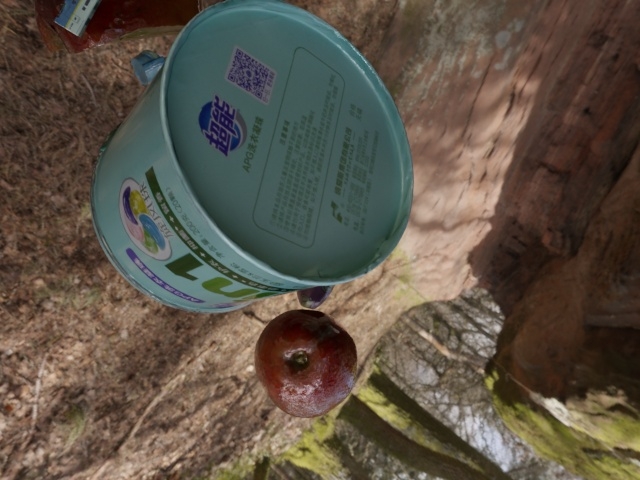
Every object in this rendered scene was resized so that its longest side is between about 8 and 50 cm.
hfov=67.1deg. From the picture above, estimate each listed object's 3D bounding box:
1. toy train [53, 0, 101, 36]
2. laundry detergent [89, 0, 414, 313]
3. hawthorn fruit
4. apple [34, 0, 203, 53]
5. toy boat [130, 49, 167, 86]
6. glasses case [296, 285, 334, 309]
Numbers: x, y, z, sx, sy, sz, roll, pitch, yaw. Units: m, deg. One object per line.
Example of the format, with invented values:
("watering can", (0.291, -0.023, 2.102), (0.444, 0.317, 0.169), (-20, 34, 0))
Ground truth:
("toy train", (-0.422, -0.501, 0.909), (0.051, 0.052, 0.233), (30, 97, -25))
("laundry detergent", (-0.098, -0.065, 0.570), (0.287, 0.287, 0.305), (-38, -169, -39))
("hawthorn fruit", (-0.021, 0.187, 0.764), (0.173, 0.173, 0.172), (-45, 158, -23))
("apple", (-0.466, -0.527, 1.144), (0.365, 0.328, 0.295), (-22, 158, -24))
("toy boat", (-0.477, -0.507, 1.391), (0.102, 0.215, 0.088), (-32, 114, -17))
("glasses case", (0.000, 0.000, 0.956), (0.316, 0.076, 0.123), (-86, -161, -52))
